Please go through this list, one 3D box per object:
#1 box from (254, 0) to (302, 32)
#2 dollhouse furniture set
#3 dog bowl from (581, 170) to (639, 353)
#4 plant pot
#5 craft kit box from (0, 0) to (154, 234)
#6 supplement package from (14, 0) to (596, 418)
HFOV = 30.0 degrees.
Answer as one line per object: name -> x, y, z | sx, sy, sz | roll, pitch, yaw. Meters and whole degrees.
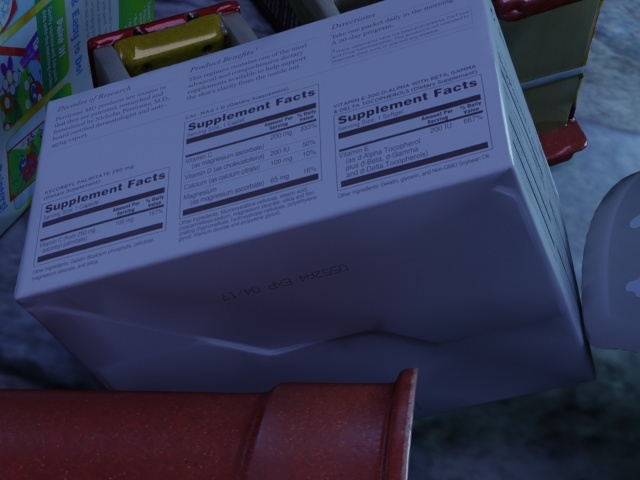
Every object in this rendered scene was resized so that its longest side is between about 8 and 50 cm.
box -> 0.013, -0.293, 1.003 | 0.168, 0.167, 0.203 | -22, 58, -25
dollhouse furniture set -> 0.021, -0.129, 0.863 | 0.374, 0.201, 0.152 | -18, 57, -15
dog bowl -> 0.311, 0.085, 0.697 | 0.349, 0.102, 0.349 | 22, 50, -28
plant pot -> -0.099, 0.181, 0.560 | 0.265, 0.272, 0.272 | 5, 51, 5
craft kit box -> -0.197, -0.138, 0.791 | 0.061, 0.250, 0.246 | 29, 52, 15
supplement package -> 0.000, 0.000, 0.683 | 0.262, 0.204, 0.145 | -14, 50, 16
